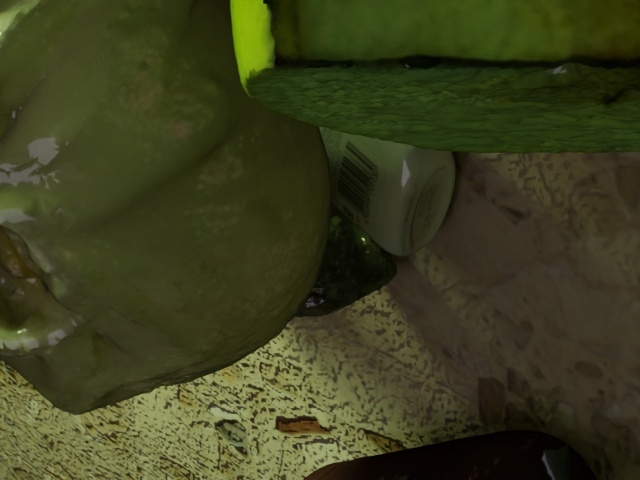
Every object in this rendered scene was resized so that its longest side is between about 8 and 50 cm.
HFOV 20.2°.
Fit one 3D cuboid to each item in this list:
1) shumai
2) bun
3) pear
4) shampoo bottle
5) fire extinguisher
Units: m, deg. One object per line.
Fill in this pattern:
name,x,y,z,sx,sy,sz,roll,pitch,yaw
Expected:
shumai,0.000,0.000,1.159,0.083,0.082,0.080,-11,113,34
bun,-0.167,-0.041,1.061,0.365,0.219,0.365,29,150,19
pear,0.102,-0.123,0.742,0.292,0.292,0.159,-14,75,60
shampoo bottle,-0.011,-0.086,1.098,0.221,0.051,0.108,42,153,23
fire extinguisher,0.094,0.196,1.174,0.337,0.114,0.135,-26,78,62
